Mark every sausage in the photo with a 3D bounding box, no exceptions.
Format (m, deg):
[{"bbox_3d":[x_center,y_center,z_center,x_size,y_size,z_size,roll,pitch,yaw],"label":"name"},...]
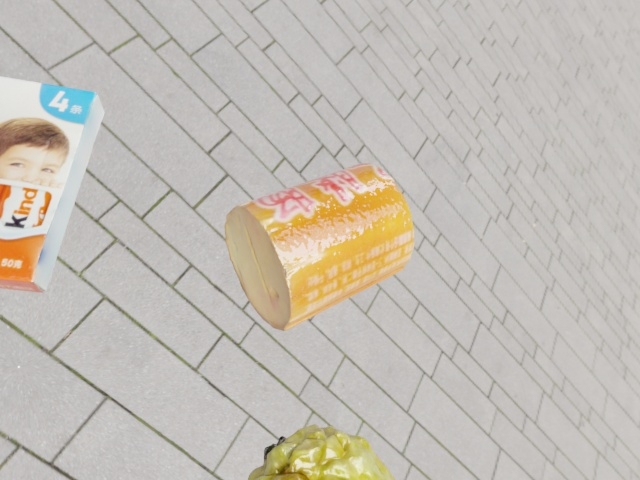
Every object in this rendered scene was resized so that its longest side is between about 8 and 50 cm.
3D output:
[{"bbox_3d":[0.000,0.000,0.811,0.287,0.233,0.233,-21,89,-31],"label":"sausage"}]

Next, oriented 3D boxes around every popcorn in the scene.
[{"bbox_3d":[0.007,0.435,0.711,0.286,0.215,0.252,7,85,-42],"label":"popcorn"}]

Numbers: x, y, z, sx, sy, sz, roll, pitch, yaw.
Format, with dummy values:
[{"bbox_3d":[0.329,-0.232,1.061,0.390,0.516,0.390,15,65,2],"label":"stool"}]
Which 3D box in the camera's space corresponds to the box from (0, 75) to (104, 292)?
[{"bbox_3d":[-0.431,-0.084,0.516,0.273,0.048,0.265,6,66,-8],"label":"box"}]
